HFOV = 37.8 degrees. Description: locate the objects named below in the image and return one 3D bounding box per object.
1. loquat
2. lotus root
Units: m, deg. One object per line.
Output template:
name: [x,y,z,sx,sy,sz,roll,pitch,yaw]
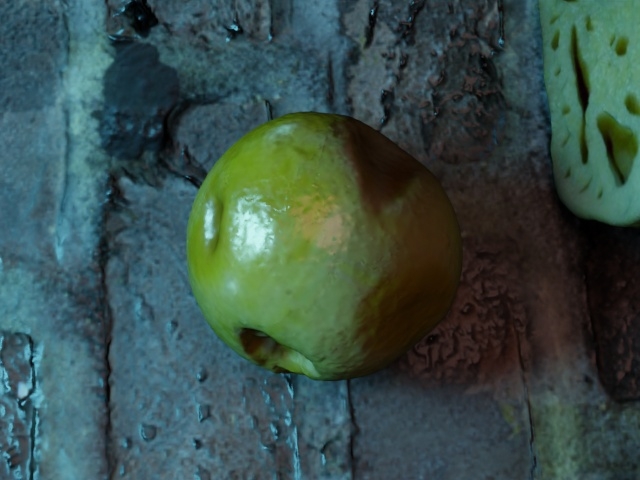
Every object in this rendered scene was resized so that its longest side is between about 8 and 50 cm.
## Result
loquat: [0.005,0.001,0.709,0.213,0.213,0.213,1,73,-3]
lotus root: [0.336,-0.144,0.731,0.250,0.316,0.316,8,73,-9]
